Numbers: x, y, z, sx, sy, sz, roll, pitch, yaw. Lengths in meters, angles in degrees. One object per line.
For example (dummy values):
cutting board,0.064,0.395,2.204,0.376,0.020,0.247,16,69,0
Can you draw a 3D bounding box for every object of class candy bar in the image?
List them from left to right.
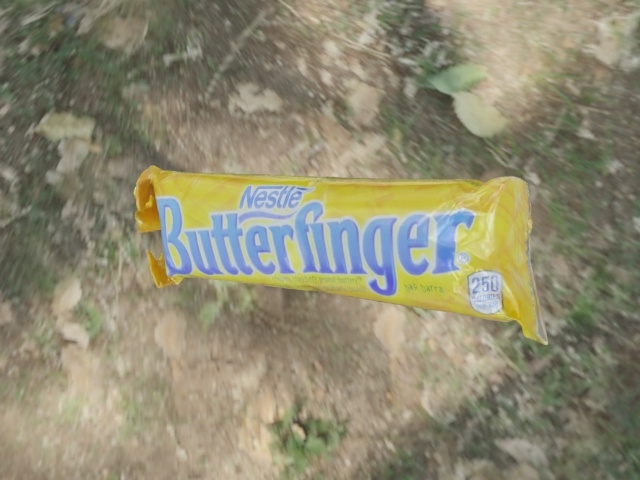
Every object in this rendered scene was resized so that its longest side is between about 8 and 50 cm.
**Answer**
candy bar,0.000,0.000,0.427,0.018,0.161,0.040,-23,108,-38
